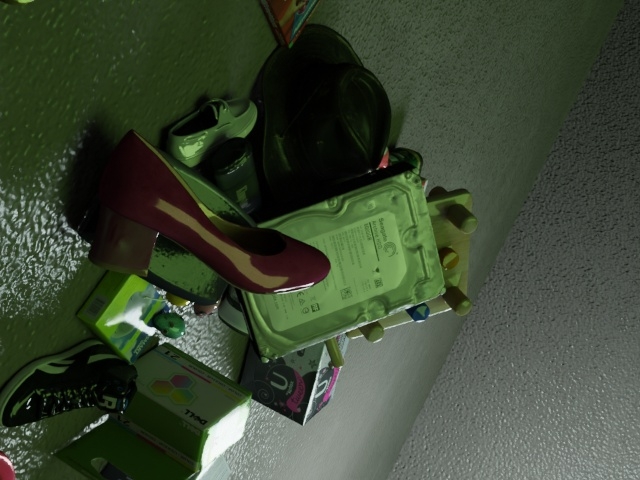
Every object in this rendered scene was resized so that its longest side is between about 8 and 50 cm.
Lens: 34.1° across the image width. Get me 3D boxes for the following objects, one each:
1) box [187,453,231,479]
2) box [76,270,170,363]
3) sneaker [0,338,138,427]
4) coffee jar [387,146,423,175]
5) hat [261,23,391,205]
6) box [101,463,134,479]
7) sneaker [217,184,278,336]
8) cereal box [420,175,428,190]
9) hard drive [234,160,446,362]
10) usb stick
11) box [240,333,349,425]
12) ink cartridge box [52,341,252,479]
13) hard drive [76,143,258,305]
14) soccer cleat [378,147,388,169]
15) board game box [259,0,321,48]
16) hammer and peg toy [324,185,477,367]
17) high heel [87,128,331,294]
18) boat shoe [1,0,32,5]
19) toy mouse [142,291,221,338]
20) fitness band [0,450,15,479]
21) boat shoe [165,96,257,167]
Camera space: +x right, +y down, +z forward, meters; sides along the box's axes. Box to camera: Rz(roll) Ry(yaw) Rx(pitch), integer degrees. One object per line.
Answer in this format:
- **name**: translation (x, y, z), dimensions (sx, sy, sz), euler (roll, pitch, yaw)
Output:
- **box**: translation (-0.244, 0.454, 2.003), dimensions (0.126, 0.072, 0.137), euler (-54, 155, -25)
- **box**: translation (-0.289, 0.111, 1.566), dimensions (0.109, 0.042, 0.178), euler (-57, 156, -18)
- **sneaker**: translation (-0.338, 0.212, 1.455), dimensions (0.217, 0.121, 0.079), euler (-33, 141, -53)
- **coffee jar**: translation (0.153, -0.148, 2.244), dimensions (0.184, 0.079, 0.096), euler (-18, 126, -60)
- **hat**: translation (0.040, -0.193, 1.733), dimensions (0.331, 0.133, 0.332), euler (-10, 103, -52)
- **box**: translation (-0.341, 0.515, 1.750), dimensions (0.270, 0.143, 0.165), euler (-53, 155, -24)
- **sneaker**: translation (0.001, 0.001, 1.934), dimensions (0.447, 0.169, 0.258), euler (-26, 139, -54)
- **cereal box**: translation (0.164, -0.047, 2.422), dimensions (0.240, 0.047, 0.173), euler (-30, 140, -55)
- **hard drive**: translation (0.024, 0.034, 1.700), dimensions (0.338, 0.064, 0.237), euler (-19, 112, -13)
- **usb stick**: translation (-0.130, -0.086, 1.622), dimensions (0.077, 0.045, 0.278), euler (-42, 168, -10)
- **box**: translation (-0.042, 0.212, 2.076), dimensions (0.142, 0.163, 0.247), euler (-31, 141, -57)
- **ink cartridge box**: translation (-0.257, 0.286, 1.629), dimensions (0.255, 0.188, 0.097), euler (-32, 143, -53)
- **hard drive**: translation (-0.203, -0.017, 1.480), dimensions (0.254, 0.054, 0.172), euler (36, 80, -43)
- **soccer cleat**: translation (0.068, -0.194, 2.027), dimensions (0.248, 0.083, 0.095), euler (20, 65, -64)
- **board game box**: translation (-0.002, -0.451, 1.628), dimensions (0.281, 0.027, 0.145), euler (-59, 157, -14)
- **hammer and peg toy**: translation (0.106, 0.060, 1.872), dimensions (0.361, 0.127, 0.266), euler (-16, 126, -18)
- **high heel**: translation (-0.121, -0.033, 1.413), dimensions (0.377, 0.127, 0.181), euler (6, 111, -39)
- **boat shoe**: translation (-0.282, -0.303, 1.110), dimensions (0.152, 0.056, 0.049), euler (-48, 158, -35)
- **toy mouse**: translation (-0.202, 0.112, 1.619), dimensions (0.161, 0.031, 0.143), euler (-26, 145, -32)
- **fitness band**: translation (-0.514, 0.389, 1.350), dimensions (0.291, 0.054, 0.209), euler (-53, 158, -25)
- **boat shoe**: translation (-0.160, -0.175, 1.533), dimensions (0.184, 0.066, 0.063), euler (-34, 145, -36)
